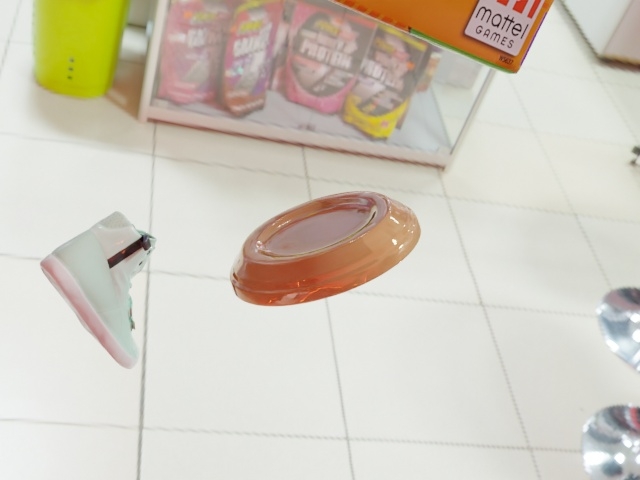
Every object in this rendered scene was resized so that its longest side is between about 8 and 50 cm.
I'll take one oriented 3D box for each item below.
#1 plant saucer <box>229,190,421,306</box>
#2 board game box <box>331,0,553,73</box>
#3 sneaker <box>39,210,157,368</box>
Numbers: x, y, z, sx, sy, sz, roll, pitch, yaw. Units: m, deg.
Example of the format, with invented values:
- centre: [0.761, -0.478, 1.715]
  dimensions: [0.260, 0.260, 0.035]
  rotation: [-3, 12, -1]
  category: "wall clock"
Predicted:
- centre: [0.000, 0.000, 0.860]
  dimensions: [0.200, 0.037, 0.200]
  rotation: [-17, 21, 7]
  category: "plant saucer"
- centre: [-0.022, -0.369, 0.550]
  dimensions: [0.357, 0.356, 0.356]
  rotation: [11, 20, -39]
  category: "board game box"
- centre: [-0.270, 0.071, 1.203]
  dimensions: [0.151, 0.256, 0.094]
  rotation: [-41, 54, -20]
  category: "sneaker"
